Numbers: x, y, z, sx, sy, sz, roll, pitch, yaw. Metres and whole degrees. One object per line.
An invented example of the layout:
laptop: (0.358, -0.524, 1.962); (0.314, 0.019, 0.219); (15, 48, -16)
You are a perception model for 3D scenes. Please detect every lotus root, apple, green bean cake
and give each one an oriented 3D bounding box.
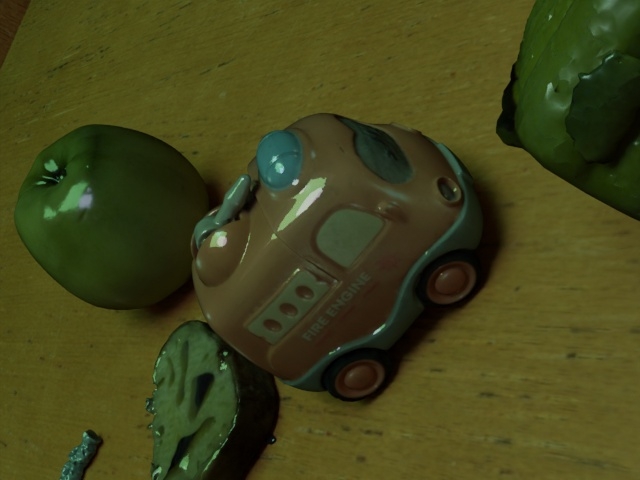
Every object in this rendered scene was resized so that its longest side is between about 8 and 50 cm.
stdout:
lotus root: (-0.126, 0.203, 1.135); (0.170, 0.074, 0.260); (-38, 41, 27)
apple: (-0.279, -0.034, 1.367); (0.262, 0.262, 0.262); (-32, 44, 36)
green bean cake: (0.299, -0.140, 0.695); (0.310, 0.285, 0.202); (-70, 2, -54)

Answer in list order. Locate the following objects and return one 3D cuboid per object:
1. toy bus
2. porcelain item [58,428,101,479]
toy bus: (0.000, 0.000, 0.979); (0.287, 0.232, 0.194); (-50, 33, 20)
porcelain item: (-0.332, 0.301, 1.370); (0.083, 0.028, 0.036); (-60, 36, 4)
